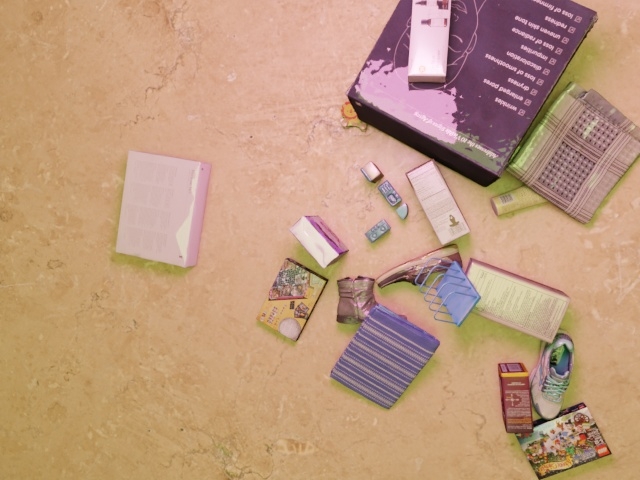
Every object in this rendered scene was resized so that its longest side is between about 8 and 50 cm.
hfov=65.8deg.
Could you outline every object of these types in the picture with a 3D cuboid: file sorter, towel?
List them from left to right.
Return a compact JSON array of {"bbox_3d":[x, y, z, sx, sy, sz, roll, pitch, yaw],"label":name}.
[{"bbox_3d":[0.202,0.382,1.607,0.243,0.040,0.336,30,117,2],"label":"towel"},{"bbox_3d":[0.369,0.147,1.466,0.104,0.170,0.118,15,120,-22],"label":"file sorter"},{"bbox_3d":[0.757,-0.255,1.443,0.312,0.056,0.324,34,97,-3],"label":"towel"}]

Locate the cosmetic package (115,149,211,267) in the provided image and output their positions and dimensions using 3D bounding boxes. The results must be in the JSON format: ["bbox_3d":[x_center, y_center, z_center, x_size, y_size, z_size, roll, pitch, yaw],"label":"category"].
[{"bbox_3d":[-0.566,-0.115,1.782,0.284,0.097,0.377,12,96,14],"label":"cosmetic package"}]

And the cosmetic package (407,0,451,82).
[{"bbox_3d":[0.280,-0.533,1.270,0.098,0.060,0.239,3,91,13],"label":"cosmetic package"}]

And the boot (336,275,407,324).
[{"bbox_3d":[0.168,0.200,1.637,0.246,0.083,0.161,4,88,12],"label":"boot"}]

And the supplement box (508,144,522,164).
[{"bbox_3d":[0.615,-0.242,1.514,0.083,0.056,0.083,26,99,11],"label":"supplement box"}]

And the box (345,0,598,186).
[{"bbox_3d":[0.406,-0.480,1.420,0.480,0.297,0.472,32,95,10],"label":"box"}]

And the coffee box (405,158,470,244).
[{"bbox_3d":[0.365,-0.119,1.539,0.098,0.141,0.247,-27,86,14],"label":"coffee box"}]

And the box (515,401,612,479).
[{"bbox_3d":[0.748,0.624,1.538,0.233,0.044,0.159,-28,86,13],"label":"box"}]

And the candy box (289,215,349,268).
[{"bbox_3d":[0.000,0.000,1.602,0.070,0.196,0.165,-43,84,11],"label":"candy box"}]

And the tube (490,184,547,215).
[{"bbox_3d":[0.649,-0.140,1.516,0.240,0.062,0.070,-20,132,9],"label":"tube"}]

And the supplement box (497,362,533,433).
[{"bbox_3d":[0.604,0.486,1.534,0.080,0.104,0.188,-5,92,14],"label":"supplement box"}]

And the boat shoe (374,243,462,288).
[{"bbox_3d":[0.316,0.101,1.584,0.285,0.103,0.092,-24,83,8],"label":"boat shoe"}]

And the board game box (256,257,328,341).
[{"bbox_3d":[-0.099,0.205,1.717,0.165,0.042,0.243,29,99,10],"label":"board game box"}]

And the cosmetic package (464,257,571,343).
[{"bbox_3d":[0.576,0.177,1.511,0.296,0.129,0.153,22,100,11],"label":"cosmetic package"}]

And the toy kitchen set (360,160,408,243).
[{"bbox_3d":[0.167,-0.120,1.594,0.166,0.122,0.207,-39,84,12],"label":"toy kitchen set"}]

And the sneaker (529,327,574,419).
[{"bbox_3d":[0.700,0.412,1.498,0.110,0.122,0.283,7,95,13],"label":"sneaker"}]

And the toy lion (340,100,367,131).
[{"bbox_3d":[0.113,-0.416,1.639,0.100,0.034,0.096,13,89,12],"label":"toy lion"}]
